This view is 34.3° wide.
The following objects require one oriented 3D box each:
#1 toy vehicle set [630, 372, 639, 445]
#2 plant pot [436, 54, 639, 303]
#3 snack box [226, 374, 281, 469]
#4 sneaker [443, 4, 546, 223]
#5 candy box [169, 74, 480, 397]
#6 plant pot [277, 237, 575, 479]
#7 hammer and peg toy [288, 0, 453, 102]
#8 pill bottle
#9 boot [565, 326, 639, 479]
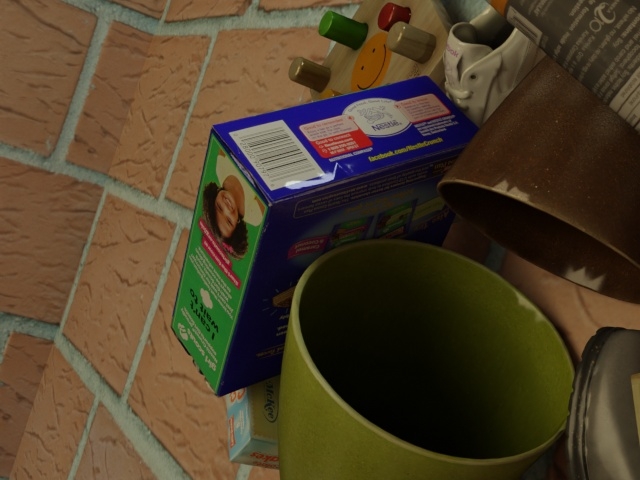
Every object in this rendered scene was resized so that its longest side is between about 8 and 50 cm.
[{"bbox_3d":[0.340,0.135,0.657,0.266,0.035,0.166,-20,51,29],"label":"toy vehicle set"},{"bbox_3d":[0.252,-0.095,0.913,0.230,0.215,0.215,-60,27,-6],"label":"plant pot"},{"bbox_3d":[-0.026,0.130,1.272,0.060,0.187,0.322,-50,35,40],"label":"snack box"},{"bbox_3d":[0.169,-0.157,1.124,0.305,0.152,0.114,-61,32,24],"label":"sneaker"},{"bbox_3d":[0.000,0.000,1.106,0.122,0.268,0.317,53,144,30],"label":"candy box"},{"bbox_3d":[0.066,0.197,1.032,0.275,0.274,0.294,-105,27,-46],"label":"plant pot"},{"bbox_3d":[0.102,-0.258,1.326,0.361,0.127,0.266,-53,33,32],"label":"hammer and peg toy"},{"bbox_3d":[0.266,-0.159,0.759,0.162,0.278,0.162,-46,-10,-10],"label":"pill bottle"},{"bbox_3d":[0.302,0.214,0.744,0.222,0.118,0.338,-21,63,48],"label":"boot"}]
